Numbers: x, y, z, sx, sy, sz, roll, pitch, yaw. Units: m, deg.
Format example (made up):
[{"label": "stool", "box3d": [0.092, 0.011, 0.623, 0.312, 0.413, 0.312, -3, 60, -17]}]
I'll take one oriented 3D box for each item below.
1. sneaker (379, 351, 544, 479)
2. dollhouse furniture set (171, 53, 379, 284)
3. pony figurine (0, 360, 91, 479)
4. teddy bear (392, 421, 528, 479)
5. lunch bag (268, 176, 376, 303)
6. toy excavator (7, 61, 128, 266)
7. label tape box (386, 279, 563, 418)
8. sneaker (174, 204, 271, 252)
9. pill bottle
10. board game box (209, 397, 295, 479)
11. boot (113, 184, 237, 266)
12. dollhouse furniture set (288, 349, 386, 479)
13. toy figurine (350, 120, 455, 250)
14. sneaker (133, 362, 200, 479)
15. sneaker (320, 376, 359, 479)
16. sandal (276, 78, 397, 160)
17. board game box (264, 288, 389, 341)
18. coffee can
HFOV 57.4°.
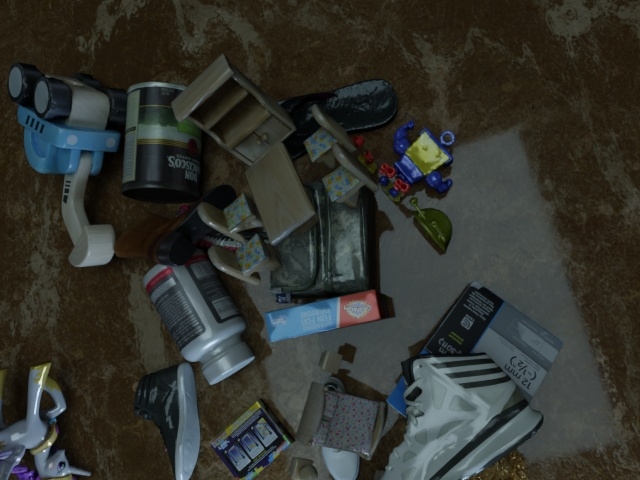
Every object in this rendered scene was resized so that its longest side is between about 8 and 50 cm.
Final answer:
[{"label": "sneaker", "box3d": [0.197, 0.391, 1.199, 0.448, 0.169, 0.257, -35, 71, -2]}, {"label": "dollhouse furniture set", "box3d": [-0.142, -0.180, 1.290, 0.362, 0.256, 0.394, -38, 51, 18]}, {"label": "pony figurine", "box3d": [-0.802, 0.517, 1.491, 0.351, 0.303, 0.363, -13, 95, -17]}, {"label": "teddy bear", "box3d": [0.329, 0.525, 1.324, 0.338, 0.113, 0.245, 40, 81, -11]}, {"label": "lunch bag", "box3d": [0.000, 0.000, 1.440, 0.256, 0.212, 0.305, -3, 84, 13]}, {"label": "toy excavator", "box3d": [-0.663, -0.203, 1.574, 0.433, 0.222, 0.445, 29, 112, 34]}, {"label": "label tape box", "box3d": [0.349, 0.294, 1.314, 0.249, 0.115, 0.347, 37, 58, 12]}, {"label": "sneaker", "box3d": [-0.255, -0.026, 1.532, 0.299, 0.121, 0.112, 8, 81, 12]}, {"label": "pill bottle", "box3d": [-0.300, 0.194, 1.484, 0.176, 0.176, 0.318, -33, 78, 5]}, {"label": "board game box", "box3d": [-0.174, 0.512, 1.489, 0.170, 0.048, 0.141, -42, 76, 3]}, {"label": "boot", "box3d": [-0.368, -0.044, 1.489, 0.280, 0.096, 0.264, 6, 57, 46]}, {"label": "dollhouse furniture set", "box3d": [0.117, 0.466, 1.326, 0.303, 0.174, 0.355, 22, 77, -28]}, {"label": "toy figurine", "box3d": [0.264, -0.180, 1.432, 0.217, 0.191, 0.362, -40, 79, -2]}, {"label": "sneaker", "box3d": [-0.400, 0.472, 1.510, 0.147, 0.104, 0.295, -9, 76, 11]}, {"label": "sneaker", "box3d": [0.035, 0.470, 1.434, 0.094, 0.091, 0.258, -14, 81, 8]}, {"label": "sandal", "box3d": [-0.021, -0.326, 1.533, 0.446, 0.107, 0.167, -19, 80, 7]}, {"label": "board game box", "box3d": [0.029, 0.174, 1.357, 0.242, 0.316, 0.064, -13, 81, 9]}, {"label": "coffee can", "box3d": [-0.415, -0.251, 1.545, 0.202, 0.201, 0.275, -1, 83, 10]}]
